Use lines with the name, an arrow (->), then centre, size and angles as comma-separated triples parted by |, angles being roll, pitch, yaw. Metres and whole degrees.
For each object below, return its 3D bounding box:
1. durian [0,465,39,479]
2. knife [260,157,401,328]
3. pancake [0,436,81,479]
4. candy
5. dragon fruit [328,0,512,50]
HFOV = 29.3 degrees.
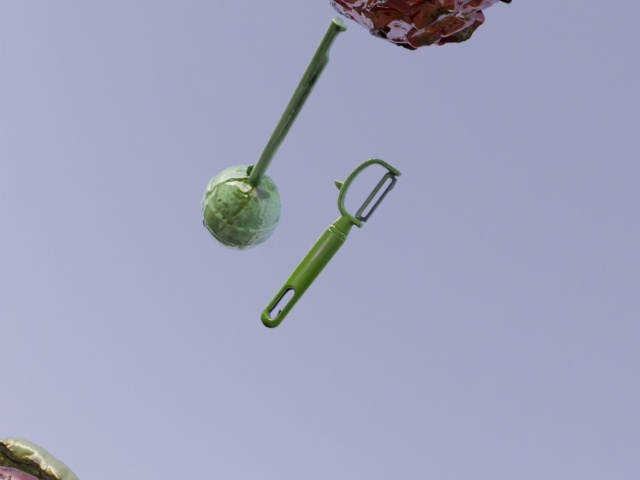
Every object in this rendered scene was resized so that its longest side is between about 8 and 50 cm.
durian -> -0.363, 0.368, 1.183 | 0.347, 0.384, 0.348 | -9, -101, 48
knife -> 0.000, 0.000, 1.261 | 0.054, 0.015, 0.212 | 38, -86, 14
pancake -> -0.304, 0.410, 1.570 | 0.197, 0.054, 0.377 | -24, -86, 35
candy -> -0.061, -0.141, 1.659 | 0.119, 0.119, 0.440 | 42, -43, 11
dragon fruit -> 0.094, -0.304, 1.136 | 0.241, 0.241, 0.252 | 2, -63, 35
